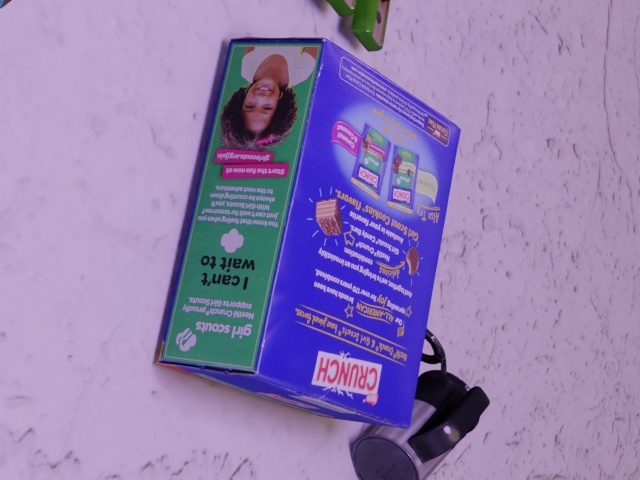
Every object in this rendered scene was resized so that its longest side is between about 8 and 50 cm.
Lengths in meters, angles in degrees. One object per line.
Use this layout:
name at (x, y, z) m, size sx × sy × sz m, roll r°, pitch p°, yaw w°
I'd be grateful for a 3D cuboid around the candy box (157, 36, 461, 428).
candy box at (0.000, 0.000, 1.598) m, size 0.268 × 0.122 × 0.317 m, roll 27°, pitch 70°, yaw -53°

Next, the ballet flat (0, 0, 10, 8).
ballet flat at (-0.297, -0.289, 1.200) m, size 0.280 × 0.095 × 0.096 m, roll 54°, pitch 39°, yaw -41°

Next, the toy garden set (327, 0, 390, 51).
toy garden set at (0.032, -0.338, 1.654) m, size 0.244 × 0.049 × 0.203 m, roll 45°, pitch 49°, yaw -52°

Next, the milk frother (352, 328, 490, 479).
milk frother at (0.091, 0.174, 1.772) m, size 0.143 × 0.129 × 0.135 m, roll 43°, pitch 44°, yaw 7°
